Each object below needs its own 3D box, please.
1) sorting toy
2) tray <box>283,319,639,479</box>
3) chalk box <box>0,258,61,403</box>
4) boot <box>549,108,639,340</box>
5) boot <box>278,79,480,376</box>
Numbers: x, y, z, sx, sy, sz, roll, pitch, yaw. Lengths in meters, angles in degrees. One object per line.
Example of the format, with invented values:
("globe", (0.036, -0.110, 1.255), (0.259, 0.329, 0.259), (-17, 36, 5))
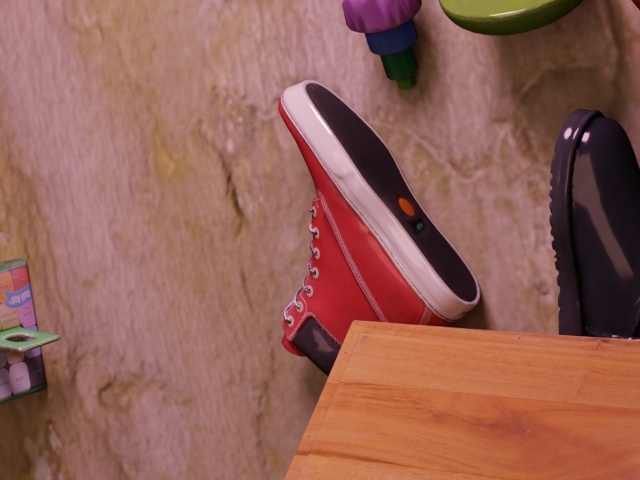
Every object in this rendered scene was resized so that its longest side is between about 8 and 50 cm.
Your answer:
("sorting toy", (0.191, -0.162, 1.488), (0.365, 0.127, 0.126), (1, 127, 30))
("tray", (0.172, 0.170, 1.394), (0.411, 0.076, 0.203), (3, 55, 34))
("chalk box", (-0.350, 0.093, 1.768), (0.213, 0.132, 0.132), (-8, 94, 27))
("boot", (0.288, 0.022, 1.445), (0.207, 0.094, 0.246), (5, 106, 30))
("boot", (0.000, 0.000, 1.601), (0.176, 0.088, 0.244), (-36, 84, 28))
